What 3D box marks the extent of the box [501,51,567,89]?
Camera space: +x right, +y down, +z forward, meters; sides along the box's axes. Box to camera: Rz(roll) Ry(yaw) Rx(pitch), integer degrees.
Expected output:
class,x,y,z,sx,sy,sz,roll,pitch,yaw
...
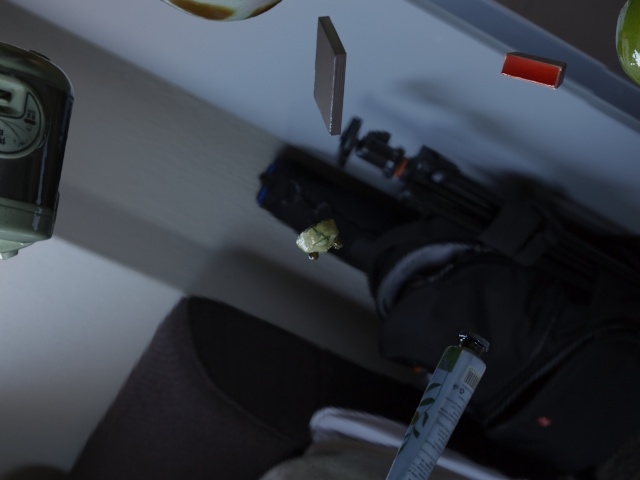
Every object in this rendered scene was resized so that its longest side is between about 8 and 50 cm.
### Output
class,x,y,z,sx,sy,sz,roll,pitch,yaw
box,0.459,-0.366,1.971,0.229,0.123,0.050,-38,-39,-69

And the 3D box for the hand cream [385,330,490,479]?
class,x,y,z,sx,sy,sz,roll,pitch,yaw
hand cream,0.144,0.241,1.188,0.058,0.091,0.271,17,69,32

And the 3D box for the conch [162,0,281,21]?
class,x,y,z,sx,sy,sz,roll,pitch,yaw
conch,-0.096,-0.339,0.888,0.368,0.197,0.249,-43,-31,-67

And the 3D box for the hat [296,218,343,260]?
class,x,y,z,sx,sy,sz,roll,pitch,yaw
hat,0.000,0.000,1.739,0.059,0.077,0.076,60,147,18

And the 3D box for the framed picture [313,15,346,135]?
class,x,y,z,sx,sy,sz,roll,pitch,yaw
framed picture,0.016,-0.289,1.623,0.128,0.023,0.168,-109,16,-45

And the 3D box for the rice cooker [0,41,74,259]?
class,x,y,z,sx,sy,sz,roll,pitch,yaw
rice cooker,-0.476,-0.120,1.201,0.288,0.288,0.277,171,110,-73

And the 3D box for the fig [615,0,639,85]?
class,x,y,z,sx,sy,sz,roll,pitch,yaw
fig,0.668,-0.386,1.572,0.316,0.316,0.316,-57,16,26
